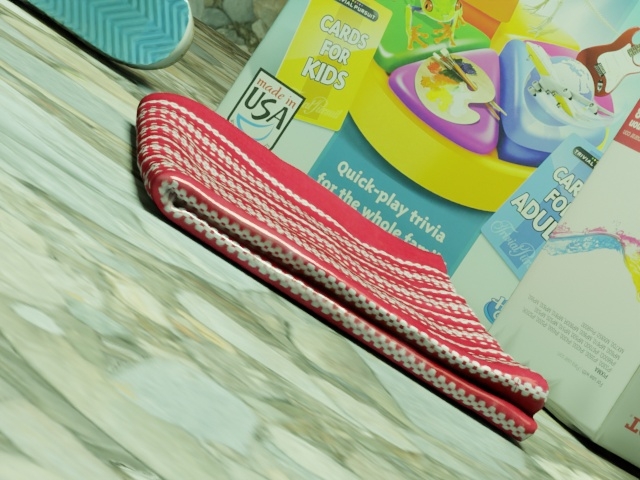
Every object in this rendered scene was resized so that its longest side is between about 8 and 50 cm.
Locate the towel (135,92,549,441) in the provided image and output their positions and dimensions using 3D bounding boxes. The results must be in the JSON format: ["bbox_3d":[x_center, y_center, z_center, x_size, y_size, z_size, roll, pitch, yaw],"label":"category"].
[{"bbox_3d":[0.000,0.000,0.940,0.199,0.031,0.275,32,6,-11],"label":"towel"}]

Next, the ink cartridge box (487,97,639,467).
[{"bbox_3d":[0.198,0.034,1.046,0.128,0.176,0.127,32,3,-31],"label":"ink cartridge box"}]

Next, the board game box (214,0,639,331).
[{"bbox_3d":[0.126,-0.130,1.195,0.253,0.336,0.079,35,6,15],"label":"board game box"}]

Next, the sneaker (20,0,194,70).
[{"bbox_3d":[-0.182,-0.190,1.310,0.228,0.087,0.092,41,-1,3],"label":"sneaker"}]
